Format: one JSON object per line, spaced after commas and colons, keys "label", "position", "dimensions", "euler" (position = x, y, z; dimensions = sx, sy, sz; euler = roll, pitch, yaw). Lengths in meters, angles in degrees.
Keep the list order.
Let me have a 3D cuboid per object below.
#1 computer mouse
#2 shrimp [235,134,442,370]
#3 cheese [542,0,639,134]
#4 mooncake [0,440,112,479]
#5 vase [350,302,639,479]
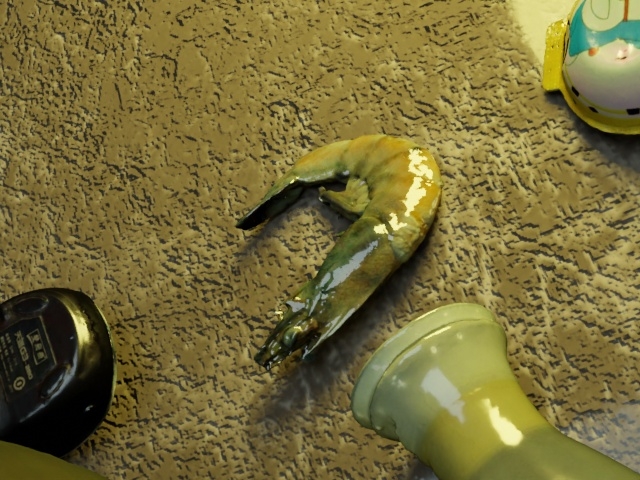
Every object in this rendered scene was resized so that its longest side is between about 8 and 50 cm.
{"label": "computer mouse", "position": [-0.264, 0.134, 0.906], "dimensions": [0.233, 0.096, 0.137], "euler": [-27, 64, 6]}
{"label": "shrimp", "position": [0.000, 0.000, 0.877], "dimensions": [0.150, 0.051, 0.217], "euler": [30, 74, 35]}
{"label": "cheese", "position": [0.268, -0.152, 0.790], "dimensions": [0.250, 0.064, 0.156], "euler": [-4, 74, 40]}
{"label": "mooncake", "position": [-0.122, 0.271, 0.627], "dimensions": [0.356, 0.356, 0.194], "euler": [27, 83, 31]}
{"label": "vase", "position": [0.148, 0.184, 0.660], "dimensions": [0.173, 0.173, 0.321], "euler": [-41, 54, 2]}
